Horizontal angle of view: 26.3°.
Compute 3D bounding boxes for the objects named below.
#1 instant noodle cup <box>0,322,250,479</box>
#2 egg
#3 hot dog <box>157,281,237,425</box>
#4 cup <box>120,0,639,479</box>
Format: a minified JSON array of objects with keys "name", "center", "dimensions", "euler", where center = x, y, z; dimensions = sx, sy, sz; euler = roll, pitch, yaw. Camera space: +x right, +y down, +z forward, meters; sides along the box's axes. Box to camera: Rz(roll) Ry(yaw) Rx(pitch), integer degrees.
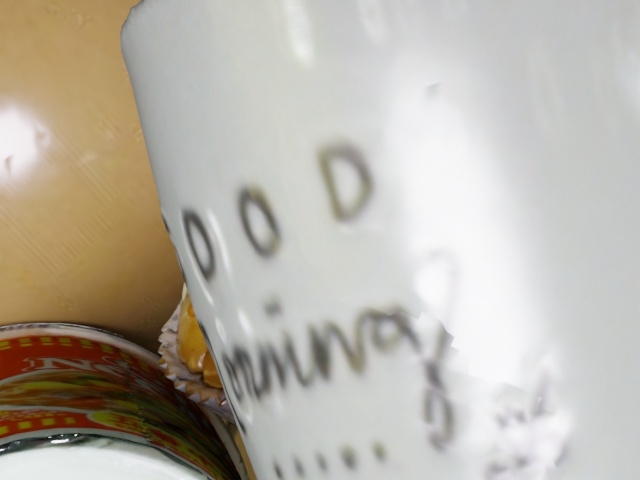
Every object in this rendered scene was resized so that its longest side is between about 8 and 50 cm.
[{"name":"instant noodle cup","center":[-0.094,0.120,0.456],"dimensions":[0.212,0.193,0.193],"euler":[169,96,-76]},{"name":"egg","center":[-0.170,-0.055,0.703],"dimensions":[0.374,0.301,0.301],"euler":[19,111,53]},{"name":"hot dog","center":[0.000,0.000,0.539],"dimensions":[0.099,0.192,0.053],"euler":[2,128,28]},{"name":"cup","center":[0.079,0.022,0.363],"dimensions":[0.258,0.186,0.234],"euler":[-23,81,59]}]
